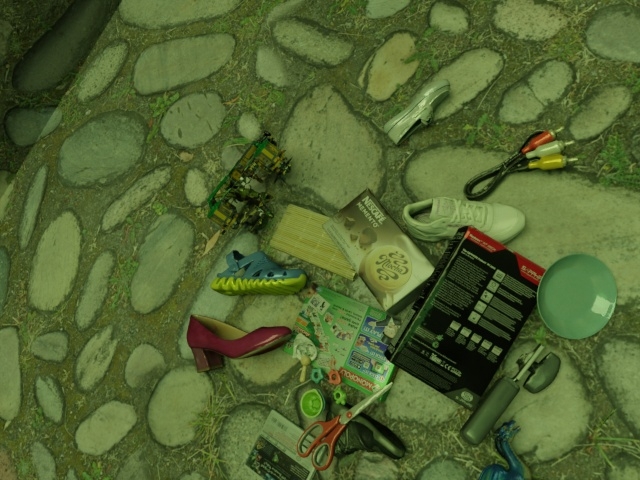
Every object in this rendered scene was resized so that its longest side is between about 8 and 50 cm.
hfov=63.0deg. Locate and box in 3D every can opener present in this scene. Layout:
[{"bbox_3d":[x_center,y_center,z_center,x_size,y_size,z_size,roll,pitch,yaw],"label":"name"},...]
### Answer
[{"bbox_3d":[0.430,0.350,1.162,0.095,0.076,0.283,38,76,18],"label":"can opener"}]

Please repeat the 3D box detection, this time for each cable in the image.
[{"bbox_3d":[0.497,-0.206,1.343,0.288,0.072,0.139,-20,61,20],"label":"cable"}]

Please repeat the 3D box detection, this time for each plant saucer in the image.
[{"bbox_3d":[0.572,0.124,1.181,0.195,0.037,0.194,0,93,-8],"label":"plant saucer"}]

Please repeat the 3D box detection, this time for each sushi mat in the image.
[{"bbox_3d":[0.000,0.000,1.551,0.317,0.019,0.151,21,82,30],"label":"sushi mat"}]

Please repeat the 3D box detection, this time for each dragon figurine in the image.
[{"bbox_3d":[0.393,0.542,1.143,0.144,0.085,0.289,26,86,30],"label":"dragon figurine"}]

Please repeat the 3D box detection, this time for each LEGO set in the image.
[{"bbox_3d":[-0.184,-0.141,1.569,0.331,0.192,0.255,-55,23,-5],"label":"LEGO set"}]

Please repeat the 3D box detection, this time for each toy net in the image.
[{"bbox_3d":[-0.020,0.339,1.369,0.122,0.045,0.232,-37,57,22],"label":"toy net"}]

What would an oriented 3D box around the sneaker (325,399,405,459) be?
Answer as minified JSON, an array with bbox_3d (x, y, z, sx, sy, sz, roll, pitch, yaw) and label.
[{"bbox_3d":[0.099,0.505,1.301,0.228,0.087,0.130,21,86,33],"label":"sneaker"}]

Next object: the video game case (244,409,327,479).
[{"bbox_3d":[-0.096,0.582,1.407,0.191,0.022,0.173,25,85,29],"label":"video game case"}]

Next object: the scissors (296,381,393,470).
[{"bbox_3d":[0.053,0.436,1.294,0.297,0.021,0.109,-52,48,2],"label":"scissors"}]

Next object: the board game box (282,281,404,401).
[{"bbox_3d":[0.072,0.266,1.413,0.318,0.046,0.213,21,84,30],"label":"board game box"}]

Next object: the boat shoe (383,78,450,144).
[{"bbox_3d":[0.290,-0.362,1.501,0.226,0.083,0.075,-39,72,23],"label":"boat shoe"}]

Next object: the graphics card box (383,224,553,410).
[{"bbox_3d":[0.343,0.178,1.226,0.233,0.094,0.370,30,88,-2],"label":"graphics card box"}]

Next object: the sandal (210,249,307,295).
[{"bbox_3d":[-0.186,0.092,1.556,0.318,0.126,0.138,0,70,25],"label":"sandal"}]

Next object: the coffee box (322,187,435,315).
[{"bbox_3d":[0.163,0.029,1.390,0.168,0.119,0.297,-39,67,9],"label":"coffee box"}]

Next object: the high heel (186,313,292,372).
[{"bbox_3d":[-0.250,0.257,1.507,0.378,0.127,0.181,-23,75,27],"label":"high heel"}]

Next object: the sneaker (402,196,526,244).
[{"bbox_3d":[0.353,-0.049,1.317,0.305,0.152,0.114,-1,71,24],"label":"sneaker"}]
